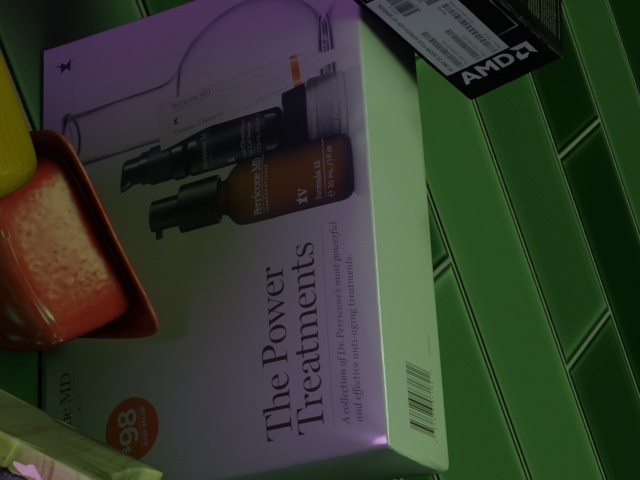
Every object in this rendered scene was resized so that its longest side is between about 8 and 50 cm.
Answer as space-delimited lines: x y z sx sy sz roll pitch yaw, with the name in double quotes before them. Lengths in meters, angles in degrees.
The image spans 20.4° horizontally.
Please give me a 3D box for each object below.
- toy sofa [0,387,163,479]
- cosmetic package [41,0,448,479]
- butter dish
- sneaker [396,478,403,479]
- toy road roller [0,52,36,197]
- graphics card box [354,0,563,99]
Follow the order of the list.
"toy sofa" -0.198 0.148 0.897 0.150 0.177 0.362 -62 180 -6
"cosmetic package" -0.066 0.004 1.302 0.097 0.284 0.377 29 51 -53
"butter dish" -0.213 0.018 1.203 0.118 0.160 0.160 -36 111 -36
"sneaker" 0.031 0.156 1.561 0.210 0.137 0.365 -19 90 -60
"toy road roller" -0.288 -0.049 0.896 0.329 0.241 0.202 -79 149 -79
"graphics card box" 0.031 -0.292 1.250 0.371 0.094 0.232 34 44 -37
